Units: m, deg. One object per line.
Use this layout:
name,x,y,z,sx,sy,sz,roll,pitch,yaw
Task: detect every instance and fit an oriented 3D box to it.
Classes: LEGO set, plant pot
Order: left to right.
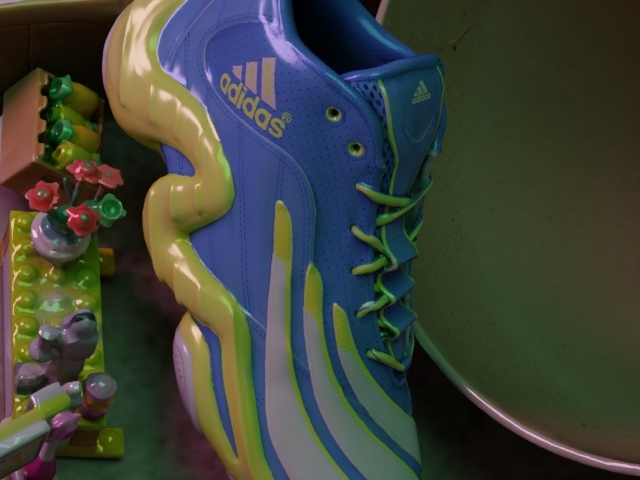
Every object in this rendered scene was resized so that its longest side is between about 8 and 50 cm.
LEGO set,-0.122,0.037,0.713,0.132,0.107,0.287,34,54,3
plant pot,0.184,-0.041,0.803,0.191,0.284,0.284,16,41,-55

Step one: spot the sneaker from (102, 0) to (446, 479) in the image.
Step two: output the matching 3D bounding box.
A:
sneaker,0.000,0.000,0.738,0.091,0.126,0.240,-19,83,-45

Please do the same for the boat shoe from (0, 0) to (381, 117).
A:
boat shoe,-0.060,-0.119,0.855,0.277,0.098,0.096,-5,58,-20
